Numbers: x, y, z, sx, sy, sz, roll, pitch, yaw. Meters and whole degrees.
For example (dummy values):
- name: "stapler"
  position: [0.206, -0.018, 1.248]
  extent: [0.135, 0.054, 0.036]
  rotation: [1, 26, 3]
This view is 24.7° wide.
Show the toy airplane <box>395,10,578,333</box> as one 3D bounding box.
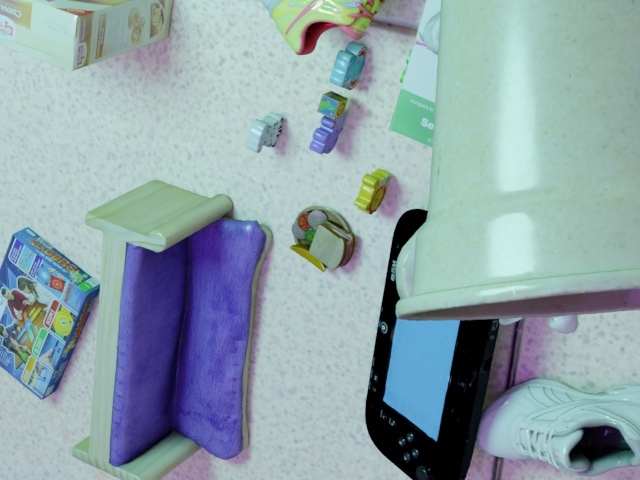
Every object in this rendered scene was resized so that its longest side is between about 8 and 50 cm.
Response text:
- name: "toy airplane"
  position: [0.271, -0.101, 1.289]
  extent: [0.272, 0.384, 0.386]
  rotation: [36, 116, 53]

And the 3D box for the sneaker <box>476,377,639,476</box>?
- name: "sneaker"
  position: [0.261, 0.208, 1.579]
  extent: [0.232, 0.115, 0.090]
  rotation: [-9, 103, 33]

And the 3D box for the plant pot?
- name: "plant pot"
  position: [0.210, -0.106, 1.049]
  extent: [0.334, 0.334, 0.305]
  rotation: [-7, 84, 33]

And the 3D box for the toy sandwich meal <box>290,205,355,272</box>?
- name: "toy sandwich meal"
  position: [0.000, 0.000, 1.706]
  extent: [0.086, 0.029, 0.085]
  rotation: [11, 114, 27]

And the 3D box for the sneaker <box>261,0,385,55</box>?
- name: "sneaker"
  position: [0.042, -0.260, 1.527]
  extent: [0.208, 0.081, 0.094]
  rotation: [-25, 77, 26]

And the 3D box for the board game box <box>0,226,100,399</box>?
- name: "board game box"
  position: [-0.386, 0.100, 1.970]
  extent: [0.136, 0.035, 0.201]
  rotation: [37, 123, 13]

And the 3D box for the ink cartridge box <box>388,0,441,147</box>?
- name: "ink cartridge box"
  position: [0.163, -0.206, 1.453]
  extent: [0.093, 0.154, 0.212]
  rotation: [25, 119, 21]

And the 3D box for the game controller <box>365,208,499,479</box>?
- name: "game controller"
  position: [0.123, 0.126, 1.642]
  extent: [0.166, 0.067, 0.319]
  rotation: [29, 121, 38]

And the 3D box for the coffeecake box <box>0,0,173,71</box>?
- name: "coffeecake box"
  position: [-0.280, -0.263, 1.675]
  extent: [0.142, 0.185, 0.068]
  rotation: [21, 118, 22]

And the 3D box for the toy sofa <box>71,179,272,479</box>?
- name: "toy sofa"
  position: [-0.186, 0.124, 1.792]
  extent: [0.177, 0.150, 0.362]
  rotation: [20, 118, 24]

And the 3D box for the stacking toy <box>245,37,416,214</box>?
- name: "stacking toy"
  position: [0.022, -0.159, 1.623]
  extent: [0.167, 0.052, 0.221]
  rotation: [29, 118, 18]
